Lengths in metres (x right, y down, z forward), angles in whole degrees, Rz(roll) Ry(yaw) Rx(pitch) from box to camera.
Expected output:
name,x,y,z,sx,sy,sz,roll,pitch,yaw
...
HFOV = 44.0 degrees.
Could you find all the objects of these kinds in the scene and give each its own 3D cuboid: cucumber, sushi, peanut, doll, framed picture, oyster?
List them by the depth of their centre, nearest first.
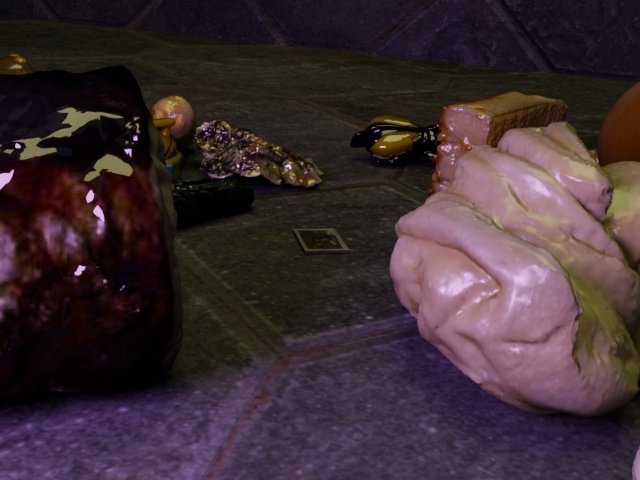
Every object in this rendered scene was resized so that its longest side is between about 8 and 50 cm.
name,x,y,z,sx,sy,sz,roll,pitch,yaw
sushi,-0.283,-0.012,0.737,0.294,0.299,0.281,-4,7,-15
framed picture,0.000,0.000,1.153,0.066,0.006,0.089,-1,22,-13
cucumber,-0.192,-0.060,1.190,0.067,0.067,0.245,22,29,39
oyster,-0.110,-0.150,1.428,0.223,0.083,0.214,3,23,-21
peanut,-0.275,-0.218,1.499,0.087,0.087,0.207,1,-3,-8
doll,0.185,-0.200,1.596,0.249,0.088,0.127,7,21,-4

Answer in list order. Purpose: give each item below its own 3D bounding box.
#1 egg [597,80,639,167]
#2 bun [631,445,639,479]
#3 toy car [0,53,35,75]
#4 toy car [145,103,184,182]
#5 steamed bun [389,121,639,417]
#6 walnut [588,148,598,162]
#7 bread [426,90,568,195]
name,x,y,z,sx,sy,sz,roll,pitch,yaw
egg,0.615,-0.137,1.244,0.351,0.282,0.282,5,21,-8
bun,0.353,0.182,0.586,0.222,0.127,0.222,6,23,-2
toy car,-0.427,-0.133,1.091,0.198,0.247,0.204,-7,23,-37
toy car,-0.349,-0.175,1.350,0.248,0.142,0.200,22,26,34
steamed bun,0.250,0.011,0.840,0.372,0.230,0.325,-11,42,-41
walnut,0.521,-0.135,1.507,0.079,0.082,0.096,43,38,10
bread,0.312,-0.161,1.390,0.114,0.184,0.275,27,32,38
